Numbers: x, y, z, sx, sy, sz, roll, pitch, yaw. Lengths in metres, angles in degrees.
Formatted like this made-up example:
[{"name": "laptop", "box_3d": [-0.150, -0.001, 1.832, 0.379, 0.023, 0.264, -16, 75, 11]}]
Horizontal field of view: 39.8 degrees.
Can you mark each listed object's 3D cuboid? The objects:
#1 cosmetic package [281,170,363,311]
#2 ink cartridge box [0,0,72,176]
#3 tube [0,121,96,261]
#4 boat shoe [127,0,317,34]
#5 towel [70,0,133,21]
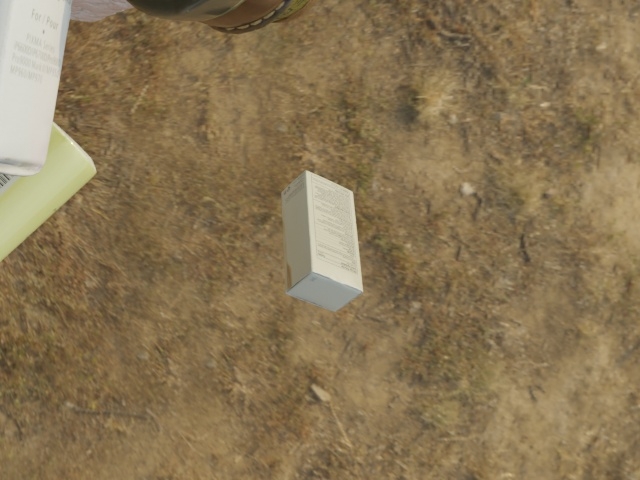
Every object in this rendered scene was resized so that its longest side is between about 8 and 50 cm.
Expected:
[{"name": "cosmetic package", "box_3d": [0.000, 0.000, 0.794, 0.060, 0.041, 0.115, 24, 45, -30]}, {"name": "ink cartridge box", "box_3d": [-0.184, -0.154, 0.334, 0.188, 0.066, 0.233, 10, 89, 4]}, {"name": "tube", "box_3d": [-0.252, 0.015, 0.572, 0.062, 0.070, 0.240, 44, 77, -2]}, {"name": "boat shoe", "box_3d": [-0.096, -0.231, 0.407, 0.104, 0.110, 0.308, -16, 82, -63]}, {"name": "towel", "box_3d": [-0.365, -0.358, 1.175, 0.316, 0.331, 0.054, 0, 92, -40]}]
